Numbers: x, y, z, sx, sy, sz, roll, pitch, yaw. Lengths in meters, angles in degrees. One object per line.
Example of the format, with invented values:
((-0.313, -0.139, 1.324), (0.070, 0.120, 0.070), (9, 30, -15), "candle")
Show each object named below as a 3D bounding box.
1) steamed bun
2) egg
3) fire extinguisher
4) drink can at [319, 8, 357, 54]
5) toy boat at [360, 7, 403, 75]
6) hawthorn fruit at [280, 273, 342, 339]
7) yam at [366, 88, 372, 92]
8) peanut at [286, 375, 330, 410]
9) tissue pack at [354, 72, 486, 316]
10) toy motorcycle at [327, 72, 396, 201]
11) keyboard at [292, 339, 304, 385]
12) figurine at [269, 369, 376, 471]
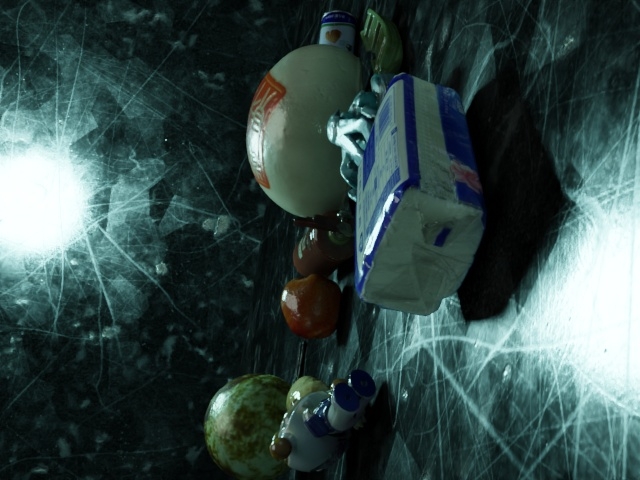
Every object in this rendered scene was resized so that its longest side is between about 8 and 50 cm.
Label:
((-0.037, -0.237, 1.843), (0.374, 0.241, 0.374), (-171, 90, -88), "steamed bun")
((-0.141, 0.419, 1.932), (0.289, 0.238, 0.238), (88, -170, -82), "egg")
((0.000, 0.000, 1.773), (0.337, 0.147, 0.106), (128, 148, -73), "fire extinguisher")
((0.038, -0.459, 2.160), (0.097, 0.097, 0.235), (121, 157, -66), "drink can")
((0.123, -0.377, 1.698), (0.293, 0.055, 0.093), (-94, 17, -56), "toy boat")
((-0.018, 0.144, 1.811), (0.133, 0.133, 0.138), (117, 157, -61), "hawthorn fruit")
((0.108, -0.182, 1.627), (0.045, 0.045, 0.327), (-35, 35, 28), "yam")
((-0.016, 0.338, 1.727), (0.104, 0.086, 0.228), (-61, 13, 6), "peanut")
((0.129, -0.063, 1.138), (0.269, 0.137, 0.209), (-87, 11, -50), "tissue pack")
((0.089, -0.154, 1.424), (0.260, 0.154, 0.206), (136, 130, -73), "toy motorcycle")
((-0.062, 0.353, 2.194), (0.074, 0.015, 0.196), (175, 105, -81), "keyboard")
((0.018, 0.309, 1.492), (0.274, 0.133, 0.194), (-48, -7, 30), "figurine")
